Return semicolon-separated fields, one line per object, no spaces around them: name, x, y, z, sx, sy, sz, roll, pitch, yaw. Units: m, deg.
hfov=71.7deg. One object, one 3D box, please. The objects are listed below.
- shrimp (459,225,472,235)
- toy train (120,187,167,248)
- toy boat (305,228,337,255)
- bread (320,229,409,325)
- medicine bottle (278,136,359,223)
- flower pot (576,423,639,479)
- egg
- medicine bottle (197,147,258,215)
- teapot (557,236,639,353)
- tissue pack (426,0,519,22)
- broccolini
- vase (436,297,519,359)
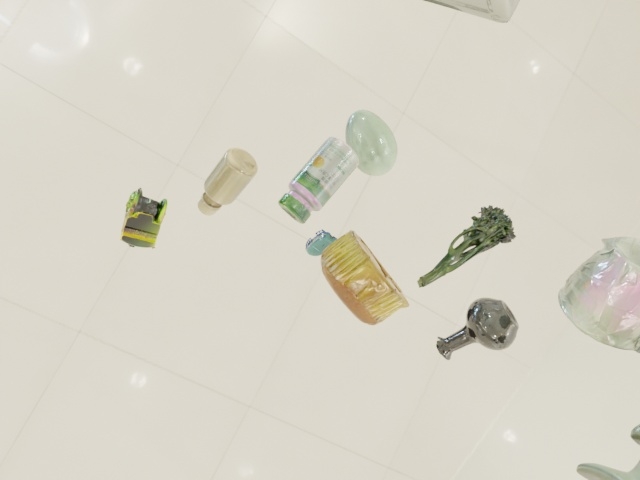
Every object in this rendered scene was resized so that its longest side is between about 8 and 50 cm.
shrimp;0.644;-0.020;1.789;0.041;0.180;0.099;2;88;-41
toy train;-0.506;-0.056;1.250;0.100;0.296;0.161;18;84;-24
toy boat;0.000;0.000;1.688;0.091;0.175;0.110;35;48;-20
bread;0.121;0.122;1.317;0.156;0.204;0.288;-38;105;10
medicine bottle;-0.009;-0.185;1.394;0.133;0.133;0.274;41;84;-13
flower pot;0.572;0.499;0.701;0.164;0.368;0.254;36;113;-20
egg;0.188;-0.366;1.670;0.182;0.183;0.264;-37;116;-13
medicine bottle;-0.306;-0.175;1.406;0.114;0.252;0.114;28;40;-26
teapot;0.540;0.101;0.761;0.163;0.222;0.178;5;127;-10
tissue pack;0.142;-0.389;0.539;0.246;0.159;0.136;29;105;20
broccolini;0.240;0.010;0.740;0.201;0.074;0.058;-31;115;-16
vase;0.344;0.206;0.995;0.182;0.120;0.120;-35;102;24
